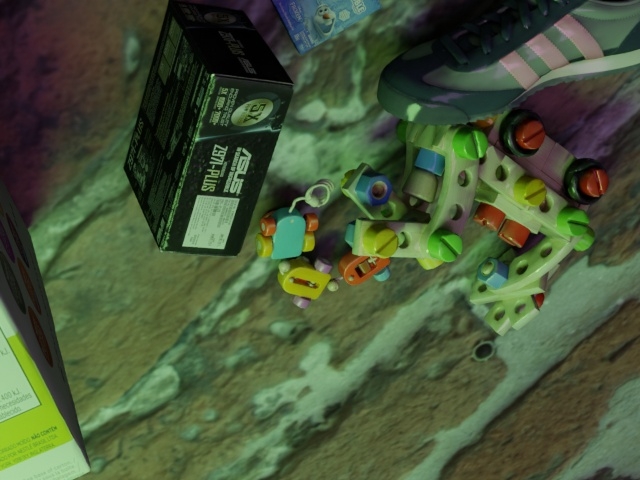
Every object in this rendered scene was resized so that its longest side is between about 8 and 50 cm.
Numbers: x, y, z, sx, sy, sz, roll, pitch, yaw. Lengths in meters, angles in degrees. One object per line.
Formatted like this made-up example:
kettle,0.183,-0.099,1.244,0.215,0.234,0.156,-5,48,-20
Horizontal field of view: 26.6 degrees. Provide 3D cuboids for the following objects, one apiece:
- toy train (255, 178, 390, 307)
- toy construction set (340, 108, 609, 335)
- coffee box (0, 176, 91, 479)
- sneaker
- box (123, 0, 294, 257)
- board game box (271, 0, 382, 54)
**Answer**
toy train,0.000,0.000,1.396,0.125,0.046,0.166,-38,133,2
toy construction set,0.172,-0.021,1.385,0.328,0.151,0.215,35,81,-46
coffee box,-0.413,0.030,1.038,0.338,0.337,0.334,-23,129,-6
sneaker,0.196,-0.209,1.284,0.319,0.112,0.131,-21,138,-19
box,-0.104,-0.099,1.207,0.078,0.147,0.180,4,121,-27
board game box,0.000,-0.229,1.241,0.090,0.020,0.090,-31,131,-2
